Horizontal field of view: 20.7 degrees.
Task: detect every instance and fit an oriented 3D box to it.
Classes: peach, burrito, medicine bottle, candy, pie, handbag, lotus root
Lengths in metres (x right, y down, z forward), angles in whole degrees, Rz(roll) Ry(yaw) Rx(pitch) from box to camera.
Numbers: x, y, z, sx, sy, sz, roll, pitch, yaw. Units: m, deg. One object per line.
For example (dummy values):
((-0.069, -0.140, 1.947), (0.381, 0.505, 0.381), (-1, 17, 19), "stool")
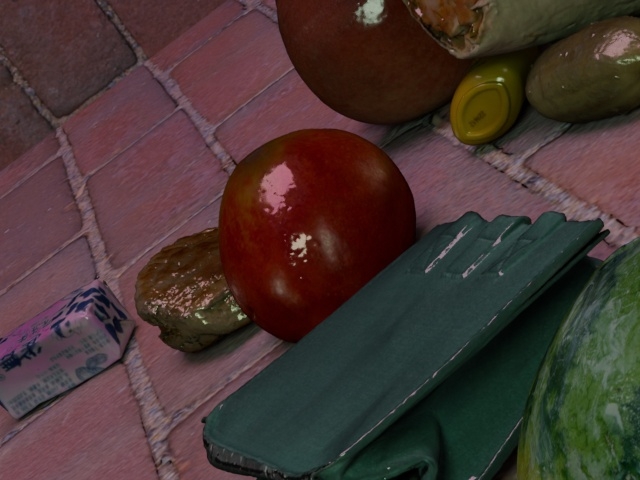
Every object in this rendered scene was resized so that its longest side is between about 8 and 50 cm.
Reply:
((0.074, -0.249, 1.864), (0.252, 0.252, 0.252), (-33, 18, 12), "peach")
((0.219, -0.244, 1.594), (0.299, 0.105, 0.143), (-12, 39, -1), "burrito")
((0.187, -0.182, 1.741), (0.095, 0.064, 0.260), (-59, 0, 34), "medicine bottle")
((-0.280, 0.113, 1.871), (0.160, 0.073, 0.092), (-30, 17, 20), "candy")
((-0.099, 0.040, 1.713), (0.163, 0.079, 0.193), (-22, 22, 18), "pie")
((0.000, 0.000, 1.563), (0.190, 0.192, 0.190), (-18, -16, -5), "peach")
((0.071, 0.097, 1.222), (0.274, 0.100, 0.268), (-42, 15, -19), "handbag")
((0.251, -0.152, 1.525), (0.090, 0.077, 0.183), (-45, 17, -25), "lotus root")

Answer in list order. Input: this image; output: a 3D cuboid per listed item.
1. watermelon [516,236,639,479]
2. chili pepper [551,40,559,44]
((0.218, 0.111, 0.839), (0.180, 0.224, 0.305), (5, -1, -34), "watermelon")
((0.315, -0.259, 1.705), (0.224, 0.061, 0.098), (-29, 6, 17), "chili pepper")
